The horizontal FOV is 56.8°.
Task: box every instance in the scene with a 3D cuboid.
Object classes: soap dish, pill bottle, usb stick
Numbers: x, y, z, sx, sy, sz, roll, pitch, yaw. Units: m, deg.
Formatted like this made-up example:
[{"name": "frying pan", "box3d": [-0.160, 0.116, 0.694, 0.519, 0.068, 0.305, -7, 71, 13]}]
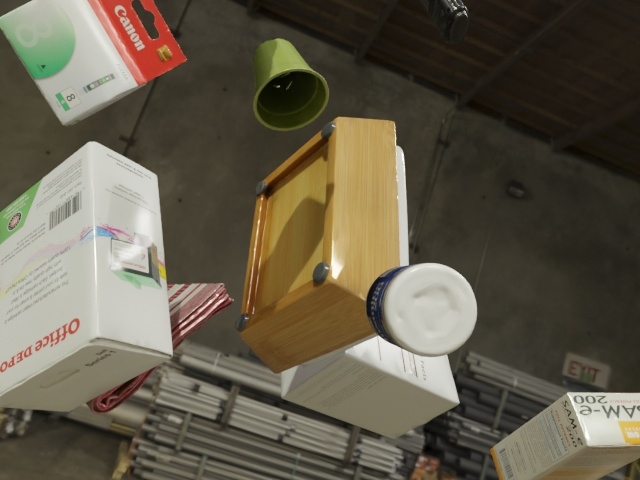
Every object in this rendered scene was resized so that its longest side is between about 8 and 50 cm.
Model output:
[{"name": "soap dish", "box3d": [0.000, 0.000, 0.762, 0.118, 0.290, 0.229, 25, -39, -30]}, {"name": "pill bottle", "box3d": [0.072, 0.053, 0.468, 0.067, 0.067, 0.120, 19, -6, -4]}, {"name": "usb stick", "box3d": [0.191, -0.464, 1.059, 0.045, 0.278, 0.077, -15, -31, -8]}]

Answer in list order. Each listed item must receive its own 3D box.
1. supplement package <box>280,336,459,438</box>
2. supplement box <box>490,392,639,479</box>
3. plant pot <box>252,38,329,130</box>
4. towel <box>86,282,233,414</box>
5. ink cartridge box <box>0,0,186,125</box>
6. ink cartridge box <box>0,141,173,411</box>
[{"name": "supplement package", "box3d": [0.089, 0.230, 1.123, 0.293, 0.175, 0.177, 30, -55, -30]}, {"name": "supplement box", "box3d": [0.170, 0.140, 0.402, 0.062, 0.036, 0.098, 5, -40, -19]}, {"name": "plant pot", "box3d": [-0.042, -0.178, 0.652, 0.083, 0.079, 0.083, -14, -35, -10]}, {"name": "towel", "box3d": [-0.288, 0.154, 0.927, 0.037, 0.237, 0.329, 56, -28, -16]}, {"name": "ink cartridge box", "box3d": [-0.358, -0.315, 0.942, 0.181, 0.225, 0.056, 61, -2, -14]}, {"name": "ink cartridge box", "box3d": [-0.305, 0.050, 0.746, 0.201, 0.278, 0.117, -29, -34, 23]}]
